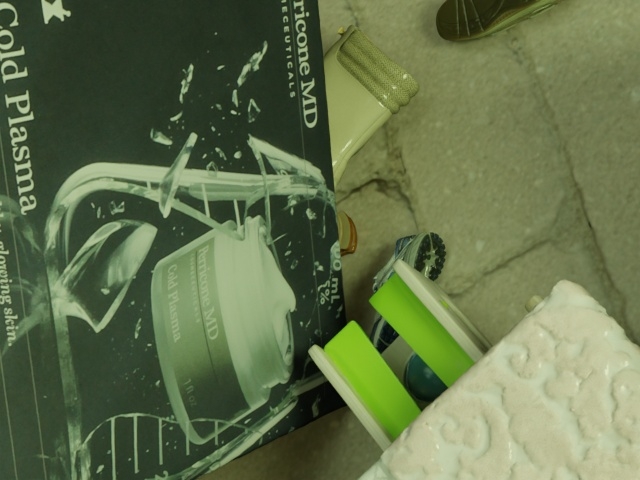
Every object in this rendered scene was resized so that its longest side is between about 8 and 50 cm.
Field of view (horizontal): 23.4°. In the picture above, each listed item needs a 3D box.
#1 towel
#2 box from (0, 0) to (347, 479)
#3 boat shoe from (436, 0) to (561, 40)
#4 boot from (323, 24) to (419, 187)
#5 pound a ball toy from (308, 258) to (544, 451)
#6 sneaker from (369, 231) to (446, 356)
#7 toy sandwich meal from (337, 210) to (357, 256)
[{"bbox_3d":[0.180,0.248,1.186,0.317,0.053,0.332,-43,63,11],"label":"towel"},{"bbox_3d":[-0.240,-0.020,1.403,0.297,0.472,0.480,6,107,38],"label":"box"},{"bbox_3d":[0.186,-0.238,1.569,0.153,0.048,0.056,-23,70,37],"label":"boat shoe"},{"bbox_3d":[-0.022,-0.145,1.657,0.203,0.095,0.262,-51,36,0],"label":"boot"},{"bbox_3d":[0.165,0.145,1.351,0.208,0.136,0.319,-46,51,6],"label":"pound a ball toy"},{"bbox_3d":[0.077,0.055,1.523,0.058,0.052,0.135,6,67,51],"label":"sneaker"},{"bbox_3d":[0.000,0.000,1.618,0.085,0.029,0.085,-20,58,35],"label":"toy sandwich meal"}]
